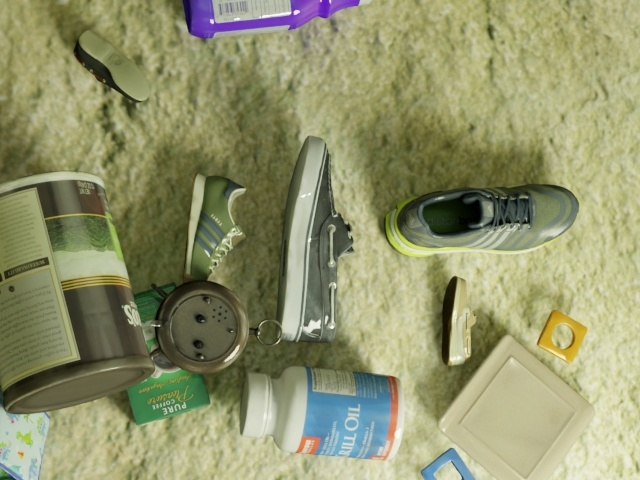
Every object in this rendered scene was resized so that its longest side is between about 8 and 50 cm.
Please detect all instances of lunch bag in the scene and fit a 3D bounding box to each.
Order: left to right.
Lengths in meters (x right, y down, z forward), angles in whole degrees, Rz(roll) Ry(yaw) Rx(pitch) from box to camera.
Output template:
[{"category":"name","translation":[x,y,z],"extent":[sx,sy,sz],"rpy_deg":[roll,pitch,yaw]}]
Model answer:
[{"category":"lunch bag","translation":[-0.438,0.263,1.628],"extent":[0.151,0.096,0.129],"rpy_deg":[32,42,-30]}]

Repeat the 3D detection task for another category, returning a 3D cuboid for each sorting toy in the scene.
[{"category":"sorting toy","translation":[0.292,0.265,1.816],"extent":[0.196,0.047,0.348],"rpy_deg":[41,77,-7]}]

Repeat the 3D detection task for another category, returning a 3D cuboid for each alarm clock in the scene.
[{"category":"alarm clock","translation":[-0.146,0.122,1.695],"extent":[0.192,0.064,0.129],"rpy_deg":[5,89,-14]}]

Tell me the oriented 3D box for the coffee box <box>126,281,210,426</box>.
[{"category":"coffee box","translation":[-0.235,0.163,1.731],"extent":[0.113,0.040,0.184],"rpy_deg":[-17,85,-13]}]

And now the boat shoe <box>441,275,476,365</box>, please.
[{"category":"boat shoe","translation":[0.210,0.121,1.821],"extent":[0.045,0.050,0.135],"rpy_deg":[4,91,-14]}]

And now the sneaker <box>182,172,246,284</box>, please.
[{"category":"sneaker","translation":[-0.151,-0.002,1.758],"extent":[0.086,0.064,0.192],"rpy_deg":[6,78,-6]}]

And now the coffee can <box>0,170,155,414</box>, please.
[{"category":"coffee can","translation":[-0.354,0.071,1.620],"extent":[0.201,0.201,0.275],"rpy_deg":[-15,76,-13]}]

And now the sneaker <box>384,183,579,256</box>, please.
[{"category":"sneaker","translation":[0.252,-0.032,1.811],"extent":[0.300,0.121,0.111],"rpy_deg":[-9,84,-12]}]

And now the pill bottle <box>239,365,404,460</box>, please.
[{"category":"pill bottle","translation":[0.000,0.244,1.722],"extent":[0.221,0.124,0.124],"rpy_deg":[6,81,-9]}]

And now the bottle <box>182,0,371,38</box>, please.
[{"category":"bottle","translation":[-0.065,-0.374,1.816],"extent":[0.283,0.092,0.118],"rpy_deg":[-9,84,-12]}]

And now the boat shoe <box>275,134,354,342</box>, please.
[{"category":"boat shoe","translation":[0.000,0.000,1.768],"extent":[0.102,0.108,0.301],"rpy_deg":[7,83,-10]}]

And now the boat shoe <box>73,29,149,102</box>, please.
[{"category":"boat shoe","translation":[-0.306,-0.250,1.780],"extent":[0.133,0.042,0.049],"rpy_deg":[42,51,-3]}]
